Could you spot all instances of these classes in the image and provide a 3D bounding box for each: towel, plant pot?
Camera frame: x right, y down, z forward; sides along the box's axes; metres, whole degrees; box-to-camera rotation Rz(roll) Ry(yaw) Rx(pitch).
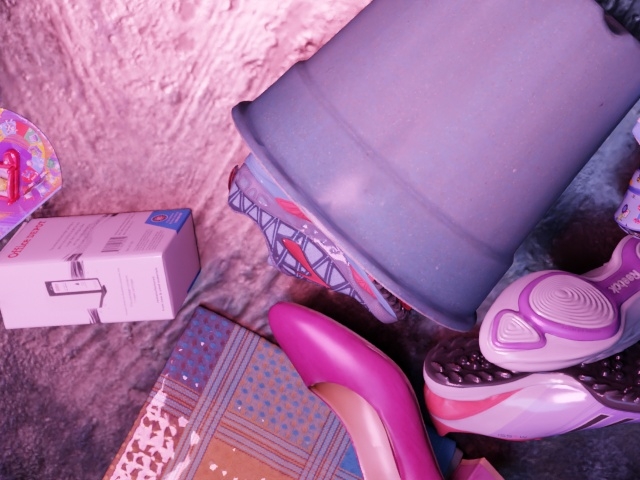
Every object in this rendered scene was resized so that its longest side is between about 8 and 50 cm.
[{"bbox_3d":[-0.046,0.278,1.868,0.370,0.040,0.271,28,78,0],"label":"towel"},{"bbox_3d":[0.145,-0.142,1.607,0.341,0.341,0.334,42,103,-8],"label":"plant pot"}]

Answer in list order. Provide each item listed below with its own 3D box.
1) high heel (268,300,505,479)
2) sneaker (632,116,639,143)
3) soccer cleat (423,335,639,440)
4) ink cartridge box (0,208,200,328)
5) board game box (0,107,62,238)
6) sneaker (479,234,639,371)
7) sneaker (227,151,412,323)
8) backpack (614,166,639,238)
[{"bbox_3d":[0.047,0.243,1.792,0.377,0.127,0.181,42,68,-1],"label":"high heel"},{"bbox_3d":[0.376,-0.138,1.614,0.086,0.237,0.085,-27,89,27],"label":"sneaker"},{"bbox_3d":[0.279,0.181,1.823,0.318,0.108,0.116,2,130,7],"label":"soccer cleat"},{"bbox_3d":[-0.256,0.031,1.813,0.203,0.148,0.086,-4,111,11],"label":"ink cartridge box"},{"bbox_3d":[-0.393,-0.075,1.856,0.169,0.033,0.133,-38,101,19],"label":"board game box"},{"bbox_3d":[0.283,0.096,1.694,0.114,0.305,0.152,51,138,26],"label":"sneaker"},{"bbox_3d":[0.000,0.000,1.805,0.262,0.104,0.125,48,127,-6],"label":"sneaker"},{"bbox_3d":[0.408,-0.046,1.686,0.173,0.158,0.117,10,103,17],"label":"backpack"}]
